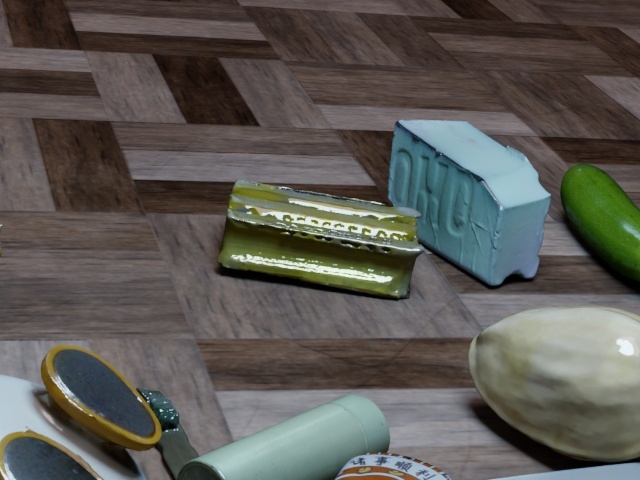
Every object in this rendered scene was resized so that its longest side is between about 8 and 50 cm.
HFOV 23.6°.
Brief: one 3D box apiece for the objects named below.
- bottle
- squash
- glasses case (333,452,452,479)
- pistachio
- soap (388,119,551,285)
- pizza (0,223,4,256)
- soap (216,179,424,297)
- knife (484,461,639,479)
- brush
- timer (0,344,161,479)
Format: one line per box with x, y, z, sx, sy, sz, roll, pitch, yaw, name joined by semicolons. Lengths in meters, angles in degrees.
-0.029;0.194;1.332;0.072;0.072;0.201;26;28;36;bottle
0.373;-0.018;1.946;0.082;0.082;0.292;2;25;-15;squash
0.039;0.249;1.232;0.103;0.067;0.266;14;24;11;glasses case
0.252;0.139;1.480;0.229;0.157;0.157;11;20;41;pistachio
0.173;-0.056;1.887;0.091;0.145;0.230;-10;28;-35;soap
-0.397;0.052;1.560;0.147;0.069;0.226;-16;20;2;pizza
0.000;-0.002;1.795;0.233;0.076;0.135;8;23;-2;soap
0.265;0.234;1.375;0.266;0.040;0.073;0;34;-18;knife
-0.132;0.179;1.389;0.034;0.027;0.190;-4;27;-23;brush
-0.241;0.217;1.113;0.233;0.240;0.233;34;22;-16;timer
